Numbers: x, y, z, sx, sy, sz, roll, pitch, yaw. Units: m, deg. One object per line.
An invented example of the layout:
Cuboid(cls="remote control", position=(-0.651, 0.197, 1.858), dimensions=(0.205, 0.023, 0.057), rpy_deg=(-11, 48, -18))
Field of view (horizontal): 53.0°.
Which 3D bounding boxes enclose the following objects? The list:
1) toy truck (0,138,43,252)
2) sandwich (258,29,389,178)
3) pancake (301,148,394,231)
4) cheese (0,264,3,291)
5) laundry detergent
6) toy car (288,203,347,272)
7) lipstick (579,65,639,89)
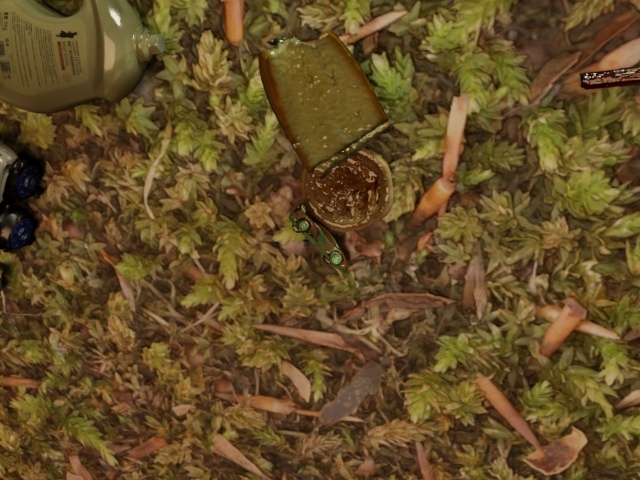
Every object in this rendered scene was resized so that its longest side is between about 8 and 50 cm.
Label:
Cuboid(cls="toy truck", position=(-0.541, -0.057, 0.967), dimensions=(0.161, 0.177, 0.213), rpy_deg=(20, 113, 5))
Cuboid(cls="sandwich", position=(0.005, -0.163, 0.778), dimensions=(0.122, 0.235, 0.128), rpy_deg=(-29, 87, 9))
Cuboid(cls="pancake", position=(0.038, -0.074, 0.921), dimensions=(0.139, 0.022, 0.140), rpy_deg=(4, 111, 11))
Cuboid(cls="cheese", position=(-0.561, 0.067, 1.089), dimensions=(0.084, 0.041, 0.060), rpy_deg=(4, 103, 22))
Cuboid(cls="laundry detergent", position=(-0.339, -0.271, 0.893), dimensions=(0.253, 0.091, 0.181), rpy_deg=(0, 104, 12))
Cuboid(cls="toy car", position=(0.000, 0.000, 0.938), dimensions=(0.122, 0.059, 0.035), rpy_deg=(44, 82, -8))
Cuboid(cls="lipstick", position=(0.415, -0.206, 0.794), dimensions=(0.176, 0.027, 0.027), rpy_deg=(-3, 109, 14))
